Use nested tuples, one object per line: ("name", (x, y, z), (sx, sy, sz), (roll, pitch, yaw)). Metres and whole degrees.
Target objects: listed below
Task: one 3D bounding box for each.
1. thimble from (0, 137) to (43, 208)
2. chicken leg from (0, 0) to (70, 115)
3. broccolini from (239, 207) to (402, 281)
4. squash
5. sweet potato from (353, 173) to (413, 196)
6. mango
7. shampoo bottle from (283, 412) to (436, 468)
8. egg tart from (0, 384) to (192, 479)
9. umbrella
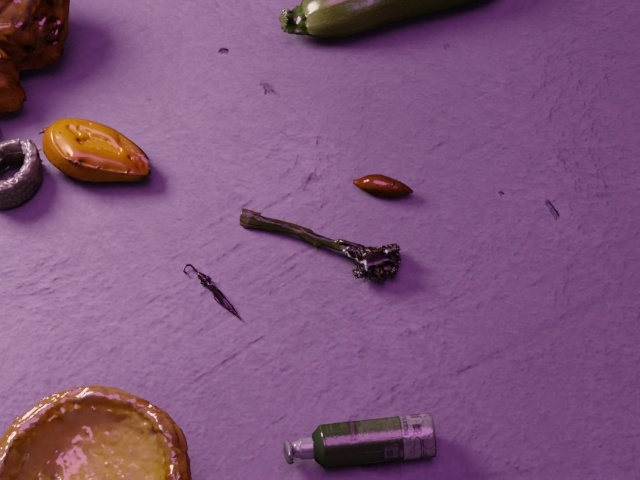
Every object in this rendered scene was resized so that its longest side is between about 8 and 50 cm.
("thimble", (-0.470, -0.103, 1.901), (0.084, 0.062, 0.110), (39, 66, 18))
("chicken leg", (-0.589, -0.292, 1.971), (0.410, 0.182, 0.295), (-11, 76, 1))
("broccolini", (-0.001, 0.008, 1.873), (0.254, 0.071, 0.057), (15, 101, 14))
("squash", (0.123, -0.415, 2.080), (0.395, 0.107, 0.107), (-16, 61, -10))
("sweet potato", (0.096, -0.085, 1.922), (0.095, 0.034, 0.034), (8, 59, 6))
("mango", (-0.347, -0.135, 1.924), (0.188, 0.066, 0.101), (16, 52, 2))
("shampoo bottle", (0.052, 0.274, 1.689), (0.205, 0.065, 0.065), (-5, 59, -5))
("egg tart", (-0.293, 0.334, 1.613), (0.294, 0.123, 0.294), (-1, 59, 2))
("umbrella", (-0.155, 0.072, 1.833), (0.122, 0.013, 0.022), (40, 78, 19))
